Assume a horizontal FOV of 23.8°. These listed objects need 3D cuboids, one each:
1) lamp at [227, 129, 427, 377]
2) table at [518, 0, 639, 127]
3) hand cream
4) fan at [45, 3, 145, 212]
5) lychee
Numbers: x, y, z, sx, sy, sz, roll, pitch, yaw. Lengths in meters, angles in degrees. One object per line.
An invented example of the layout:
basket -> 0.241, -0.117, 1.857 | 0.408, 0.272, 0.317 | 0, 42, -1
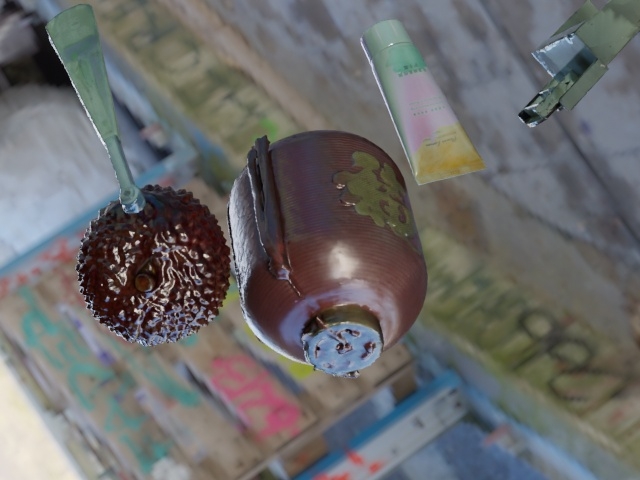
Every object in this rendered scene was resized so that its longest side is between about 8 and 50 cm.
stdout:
lamp -> 0.000, 0.000, 1.364 | 0.180, 0.180, 0.258 | 76, -179, -47
table -> 0.309, -0.225, 1.825 | 0.062, 0.175, 0.146 | 46, 170, -6
hand cream -> 0.094, -0.134, 1.477 | 0.047, 0.076, 0.174 | 115, 136, -58
fan -> -0.152, -0.091, 1.039 | 0.016, 0.038, 0.193 | 62, -176, -54
lychee -> -0.124, 0.016, 1.171 | 0.123, 0.129, 0.123 | 7, 108, 22
